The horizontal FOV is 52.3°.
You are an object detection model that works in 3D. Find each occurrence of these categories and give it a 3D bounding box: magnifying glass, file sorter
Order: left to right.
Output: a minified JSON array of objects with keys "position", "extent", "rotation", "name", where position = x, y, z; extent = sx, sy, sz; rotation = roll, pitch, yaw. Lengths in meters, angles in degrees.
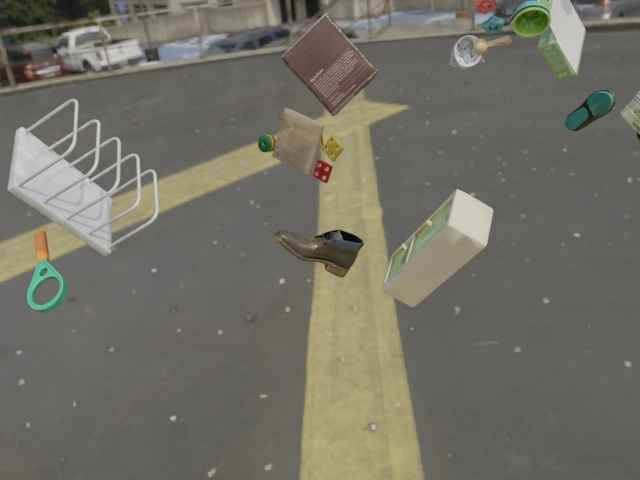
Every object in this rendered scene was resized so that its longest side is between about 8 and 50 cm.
[{"position":[-0.642,0.068,1.516],"extent":[0.092,0.026,0.231],"rotation":[-26,52,2],"name":"magnifying glass"},{"position":[-0.509,-0.139,1.442],"extent":[0.173,0.278,0.193],"rotation":[-27,49,14],"name":"file sorter"}]

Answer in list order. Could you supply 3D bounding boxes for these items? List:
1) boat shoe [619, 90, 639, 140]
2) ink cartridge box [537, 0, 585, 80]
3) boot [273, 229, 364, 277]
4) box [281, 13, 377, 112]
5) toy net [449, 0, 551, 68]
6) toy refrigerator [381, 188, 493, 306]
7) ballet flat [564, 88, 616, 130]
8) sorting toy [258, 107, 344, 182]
[{"position":[0.897,-0.301,1.752],"extent":[0.094,0.302,0.109],"rotation":[-36,42,28],"name":"boat shoe"},{"position":[0.568,-0.533,1.582],"extent":[0.056,0.235,0.171],"rotation":[-10,48,44],"name":"ink cartridge box"},{"position":[0.000,0.000,1.571],"extent":[0.219,0.106,0.082],"rotation":[26,24,-27],"name":"boot"},{"position":[0.026,-0.469,1.770],"extent":[0.167,0.203,0.168],"rotation":[-43,5,7],"name":"box"},{"position":[0.316,-0.390,1.237],"extent":[0.122,0.232,0.045],"rotation":[20,60,-26],"name":"toy net"},{"position":[0.227,0.021,1.320],"extent":[0.094,0.269,0.102],"rotation":[28,52,-7],"name":"toy refrigerator"},{"position":[0.751,-0.362,1.781],"extent":[0.074,0.074,0.203],"rotation":[-15,-10,-18],"name":"ballet flat"},{"position":[-0.041,-0.247,1.643],"extent":[0.274,0.133,0.046],"rotation":[31,24,35],"name":"sorting toy"}]
